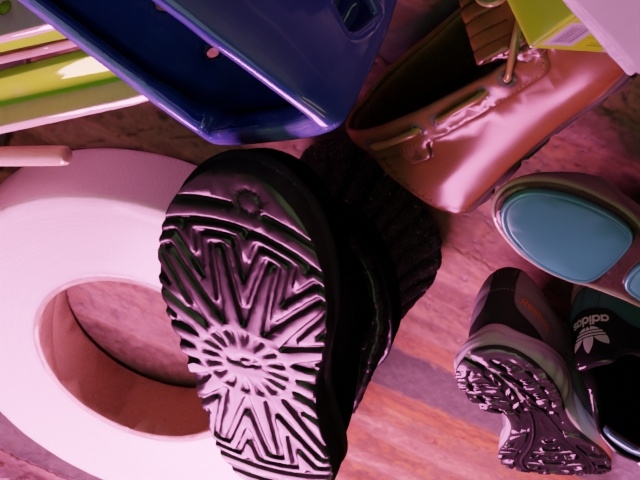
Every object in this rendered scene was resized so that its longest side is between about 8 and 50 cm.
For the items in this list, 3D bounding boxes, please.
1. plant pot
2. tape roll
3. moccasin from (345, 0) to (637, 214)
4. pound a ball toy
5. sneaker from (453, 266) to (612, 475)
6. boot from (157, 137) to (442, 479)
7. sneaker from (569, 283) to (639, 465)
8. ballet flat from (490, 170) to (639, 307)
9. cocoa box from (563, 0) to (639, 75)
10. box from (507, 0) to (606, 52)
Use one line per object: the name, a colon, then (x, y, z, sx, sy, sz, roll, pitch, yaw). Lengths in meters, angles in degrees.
plant pot: (-0.066, -0.213, 1.118, 0.236, 0.212, 0.236, 36, 167, -18)
tape roll: (-0.153, 0.089, 1.568, 0.392, 0.072, 0.392, 11, 132, 12)
moccasin: (0.143, -0.164, 1.190, 0.147, 0.139, 0.380, 27, 144, -16)
pound a ball toy: (-0.261, -0.152, 1.374, 0.319, 0.135, 0.208, -9, 152, 28)
sneaker: (0.190, 0.121, 1.450, 0.100, 0.108, 0.271, -2, 146, 21)
boot: (-0.004, 0.000, 1.293, 0.131, 0.260, 0.348, 16, 141, 16)
sneaker: (0.292, 0.157, 1.419, 0.108, 0.121, 0.302, -23, 119, 36)
ballet flat: (0.227, 0.000, 1.314, 0.248, 0.086, 0.086, 30, 136, -25)
cocoa box: (0.242, -0.283, 0.860, 0.347, 0.228, 0.231, -26, 158, 19)
box: (0.129, -0.200, 1.037, 0.042, 0.109, 0.178, -33, 74, 34)
